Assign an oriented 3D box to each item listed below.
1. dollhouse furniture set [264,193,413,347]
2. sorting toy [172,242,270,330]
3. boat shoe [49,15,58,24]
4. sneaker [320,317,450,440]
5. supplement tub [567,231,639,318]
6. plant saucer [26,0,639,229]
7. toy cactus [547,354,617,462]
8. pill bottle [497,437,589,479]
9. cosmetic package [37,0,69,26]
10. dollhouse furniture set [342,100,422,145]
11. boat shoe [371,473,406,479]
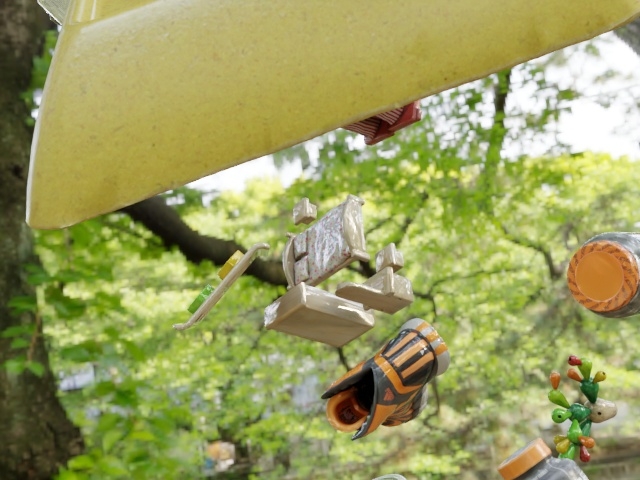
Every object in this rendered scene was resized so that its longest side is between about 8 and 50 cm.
[{"bbox_3d":[0.000,0.000,1.718,0.173,0.356,0.303,19,-38,-33],"label":"dollhouse furniture set"},{"bbox_3d":[-0.174,0.078,1.578,0.208,0.038,0.193,-45,-1,-7],"label":"sorting toy"},{"bbox_3d":[-0.255,-0.295,1.309,0.304,0.109,0.091,25,2,-6],"label":"boat shoe"},{"bbox_3d":[0.077,0.241,1.418,0.180,0.125,0.321,-32,-23,-23],"label":"sneaker"},{"bbox_3d":[0.419,0.046,1.241,0.117,0.117,0.190,-15,-9,37],"label":"supplement tub"},{"bbox_3d":[-0.026,-0.162,0.560,0.332,0.081,0.333,-20,30,0],"label":"plant saucer"},{"bbox_3d":[0.520,0.330,1.757,0.180,0.219,0.112,4,-4,-39],"label":"toy cactus"},{"bbox_3d":[0.383,0.433,1.412,0.130,0.246,0.130,-34,-14,-9],"label":"pill bottle"},{"bbox_3d":[-0.269,-0.298,1.057,0.115,0.060,0.041,-48,10,-6],"label":"cosmetic package"},{"bbox_3d":[0.042,-0.352,1.358,0.201,0.374,0.152,13,-18,-24],"label":"dollhouse furniture set"},{"bbox_3d":[0.078,0.611,2.047,0.302,0.109,0.094,-25,-43,-24],"label":"boat shoe"}]
